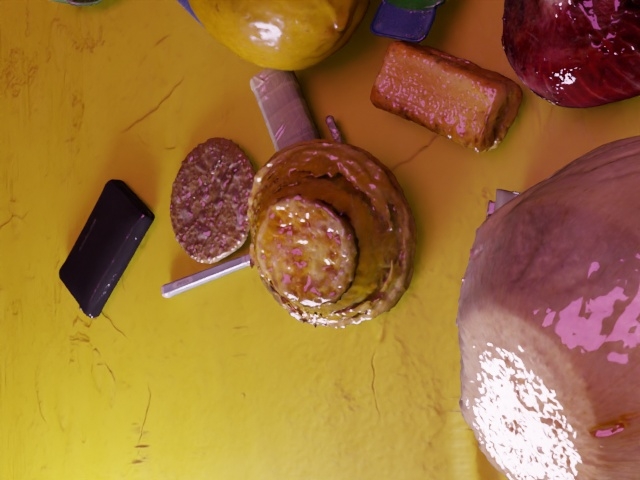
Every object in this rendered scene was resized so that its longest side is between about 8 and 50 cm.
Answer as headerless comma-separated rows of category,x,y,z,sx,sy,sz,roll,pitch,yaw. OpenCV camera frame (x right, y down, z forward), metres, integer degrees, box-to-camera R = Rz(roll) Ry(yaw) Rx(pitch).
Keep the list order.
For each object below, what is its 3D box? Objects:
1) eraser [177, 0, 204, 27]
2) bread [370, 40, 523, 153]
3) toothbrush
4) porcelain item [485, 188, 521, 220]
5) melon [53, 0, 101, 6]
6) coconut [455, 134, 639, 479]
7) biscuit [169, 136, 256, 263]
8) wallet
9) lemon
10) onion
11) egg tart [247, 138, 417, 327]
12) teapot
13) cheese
eraser,-0.225,-0.496,1.417,0.312,0.042,0.144,47,110,27
bread,0.174,-0.204,1.111,0.211,0.083,0.114,33,108,30
toothbrush,-0.142,0.040,1.323,0.342,0.030,0.025,-21,70,31
porcelain item,0.244,0.042,1.061,0.084,0.054,0.213,18,94,35
melon,-0.429,-0.568,1.511,0.265,0.129,0.169,-32,39,51
coconut,0.344,0.089,0.836,0.344,0.415,0.415,39,106,40
biscuit,-0.184,-0.069,1.353,0.220,0.033,0.220,-7,79,38
wallet,-0.412,0.014,1.492,0.149,0.044,0.250,44,109,31
lemon,-0.063,-0.400,1.169,0.297,0.297,0.297,-3,84,32
onion,0.326,-0.282,0.943,0.252,0.219,0.252,-10,74,39
egg tart,0.000,0.000,1.142,0.294,0.123,0.294,7,107,22
teapot,-0.029,-0.182,1.249,0.107,0.077,0.200,-23,73,8
cheese,0.167,-0.431,1.125,0.204,0.083,0.320,21,87,32
